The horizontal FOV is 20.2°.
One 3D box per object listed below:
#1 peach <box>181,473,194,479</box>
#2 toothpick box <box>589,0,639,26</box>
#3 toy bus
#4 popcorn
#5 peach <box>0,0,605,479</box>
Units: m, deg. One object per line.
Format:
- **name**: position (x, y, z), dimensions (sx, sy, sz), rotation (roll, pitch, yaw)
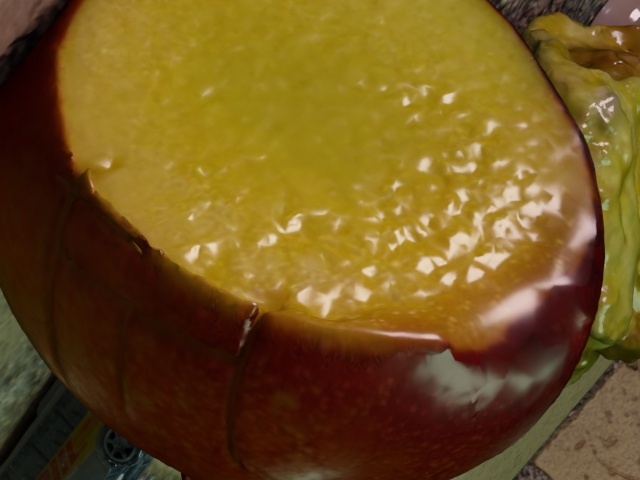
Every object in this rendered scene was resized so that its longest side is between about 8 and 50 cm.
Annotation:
- **peach**: position (0.022, 0.139, 1.341), dimensions (0.267, 0.154, 0.159), rotation (-39, 160, -34)
- **toothpick box**: position (0.291, -0.135, 1.450), dimensions (0.098, 0.149, 0.098), rotation (-44, 161, -20)
- **toy bus**: position (-0.142, 0.134, 1.061), dimensions (0.190, 0.075, 0.064), rotation (-54, 161, 16)
- **popcorn**: position (0.184, -0.050, 1.287), dimensions (0.286, 0.173, 0.225), rotation (-60, 145, -25)
- **peach**: position (0.000, 0.000, 0.787), dimensions (0.248, 0.274, 0.245), rotation (-42, 146, -6)
